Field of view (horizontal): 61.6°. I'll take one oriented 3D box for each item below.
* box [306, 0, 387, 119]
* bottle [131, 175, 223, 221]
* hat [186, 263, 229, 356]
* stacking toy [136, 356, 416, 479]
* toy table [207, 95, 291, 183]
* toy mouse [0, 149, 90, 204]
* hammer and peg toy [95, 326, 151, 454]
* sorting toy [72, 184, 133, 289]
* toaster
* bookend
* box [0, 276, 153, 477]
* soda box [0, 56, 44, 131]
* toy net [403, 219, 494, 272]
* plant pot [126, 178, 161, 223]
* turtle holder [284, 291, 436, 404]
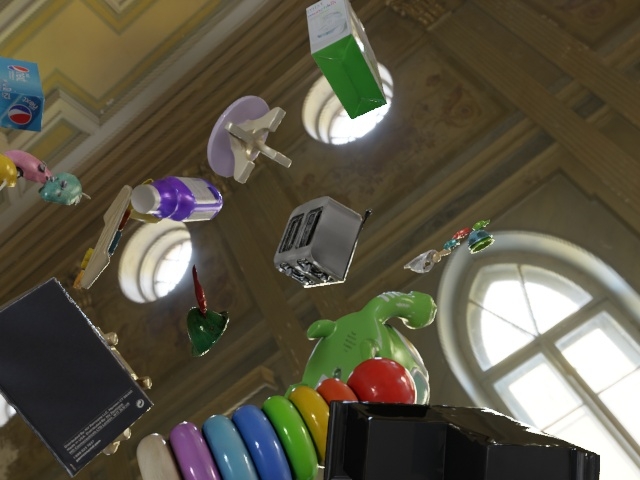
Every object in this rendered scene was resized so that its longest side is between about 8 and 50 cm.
[{"bbox_3d":[0.078,-0.528,1.534,0.126,0.231,0.262,-21,-39,18],"label":"box"},{"bbox_3d":[-0.357,-0.103,1.344,0.092,0.118,0.283,-48,-10,16],"label":"bottle"},{"bbox_3d":[-0.411,0.236,1.707,0.173,0.208,0.183,-37,-67,17],"label":"hat"},{"bbox_3d":[-0.030,0.226,0.624,0.330,0.141,0.141,-21,-36,-21],"label":"stacking toy"},{"bbox_3d":[-0.222,-0.308,1.674,0.252,0.161,0.274,13,-76,-41],"label":"toy table"},{"bbox_3d":[-0.328,-0.076,0.626,0.143,0.161,0.031,15,-79,-53],"label":"toy mouse"},{"bbox_3d":[-0.618,0.361,1.454,0.127,0.266,0.361,-19,-63,13],"label":"hammer and peg toy"},{"bbox_3d":[-0.582,0.014,1.441,0.041,0.229,0.307,24,-38,-27],"label":"sorting toy"},{"bbox_3d":[0.000,0.000,1.170,0.110,0.186,0.168,31,-23,-26],"label":"toaster"},{"bbox_3d":[0.098,0.179,0.421,0.156,0.072,0.157,7,-7,-12],"label":"bookend"},{"bbox_3d":[-0.504,0.240,1.006,0.182,0.294,0.296,-41,16,-31],"label":"box"},{"bbox_3d":[-0.554,-0.271,0.983,0.071,0.210,0.067,2,-59,-32],"label":"soda box"},{"bbox_3d":[0.319,0.028,1.335,0.232,0.045,0.122,-27,-18,6],"label":"toy net"},{"bbox_3d":[-0.518,-0.105,1.631,0.134,0.134,0.095,-41,-59,12],"label":"plant pot"},{"bbox_3d":[0.096,0.258,1.058,0.227,0.320,0.243,29,-33,-30],"label":"turtle holder"}]
